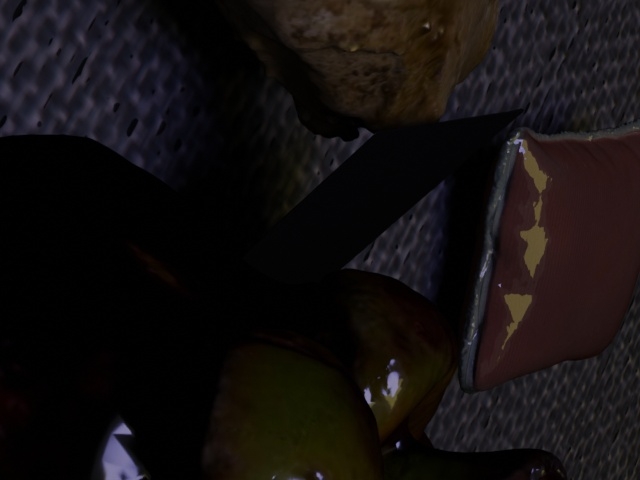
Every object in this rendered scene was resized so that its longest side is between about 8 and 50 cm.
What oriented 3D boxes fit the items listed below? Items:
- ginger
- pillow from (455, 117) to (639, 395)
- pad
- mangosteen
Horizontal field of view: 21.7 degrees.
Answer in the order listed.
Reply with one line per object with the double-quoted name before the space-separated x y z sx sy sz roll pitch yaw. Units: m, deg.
"ginger" 0.064 -0.227 0.767 0.236 0.166 0.375 37 79 -39
"pillow" 0.144 0.005 1.049 0.179 0.075 0.171 -9 114 -52
"pad" 0.000 0.000 0.781 0.190 0.004 0.127 -42 163 33
"mangosteen" -0.069 0.095 0.576 0.233 0.287 0.287 -53 141 -23
